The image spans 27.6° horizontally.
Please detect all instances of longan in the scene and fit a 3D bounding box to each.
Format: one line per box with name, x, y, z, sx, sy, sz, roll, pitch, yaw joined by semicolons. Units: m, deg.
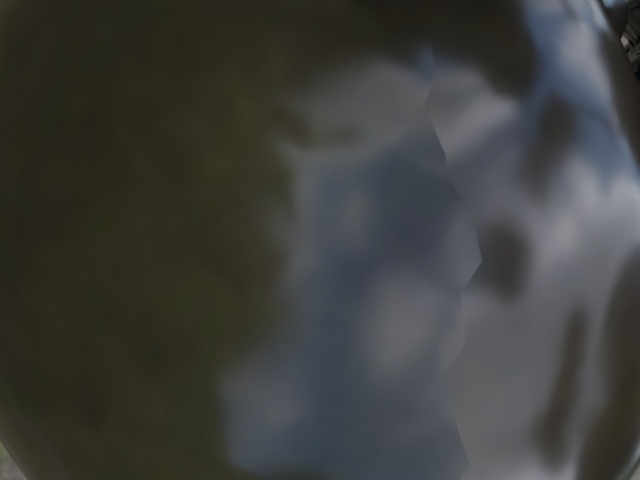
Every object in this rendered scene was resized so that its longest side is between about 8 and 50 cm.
longan;-0.004;0.000;0.491;0.297;0.297;0.297;-40;140;-46

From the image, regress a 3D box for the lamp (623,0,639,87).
lamp;0.312;-0.103;0.780;0.205;0.374;0.272;-46;112;-28
